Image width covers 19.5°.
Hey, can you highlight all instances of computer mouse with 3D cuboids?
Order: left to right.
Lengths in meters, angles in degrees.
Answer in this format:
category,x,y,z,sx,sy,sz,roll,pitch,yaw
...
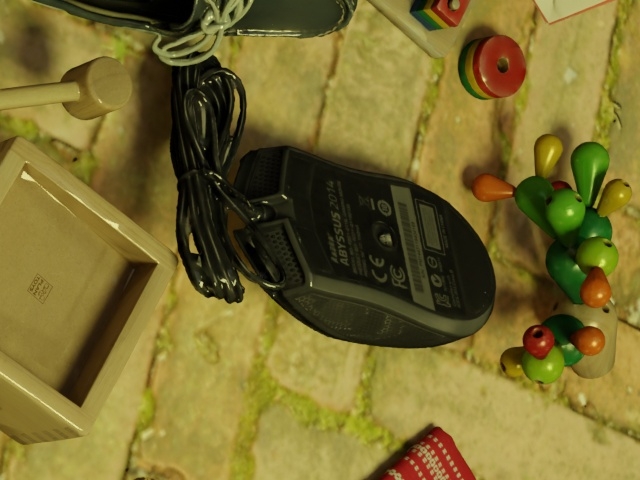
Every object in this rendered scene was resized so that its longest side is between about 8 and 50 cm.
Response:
category,x,y,z,sx,sy,sz,roll,pitch,yaw
computer mouse,0.000,0.000,1.233,0.272,0.072,0.188,22,47,-35

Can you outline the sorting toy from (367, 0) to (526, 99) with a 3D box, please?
category,x,y,z,sx,sy,sz,roll,pitch,yaw
sorting toy,0.072,-0.226,1.316,0.274,0.046,0.132,38,68,-28

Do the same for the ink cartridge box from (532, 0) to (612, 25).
category,x,y,z,sx,sy,sz,roll,pitch,yaw
ink cartridge box,0.189,-0.261,1.365,0.115,0.067,0.198,55,39,-21

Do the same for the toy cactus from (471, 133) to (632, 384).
category,x,y,z,sx,sy,sz,roll,pitch,yaw
toy cactus,0.175,0.035,1.347,0.180,0.112,0.219,70,19,-44

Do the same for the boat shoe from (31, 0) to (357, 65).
category,x,y,z,sx,sy,sz,roll,pitch,yaw
boat shoe,-0.086,-0.162,1.152,0.254,0.095,0.079,14,41,-29

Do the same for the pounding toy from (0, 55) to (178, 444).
category,x,y,z,sx,sy,sz,roll,pitch,yaw
pounding toy,-0.182,-0.015,1.105,0.181,0.094,0.206,39,61,-24

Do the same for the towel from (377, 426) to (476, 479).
category,x,y,z,sx,sy,sz,roll,pitch,yaw
towel,0.040,0.287,1.287,0.275,0.031,0.199,-40,109,-31
